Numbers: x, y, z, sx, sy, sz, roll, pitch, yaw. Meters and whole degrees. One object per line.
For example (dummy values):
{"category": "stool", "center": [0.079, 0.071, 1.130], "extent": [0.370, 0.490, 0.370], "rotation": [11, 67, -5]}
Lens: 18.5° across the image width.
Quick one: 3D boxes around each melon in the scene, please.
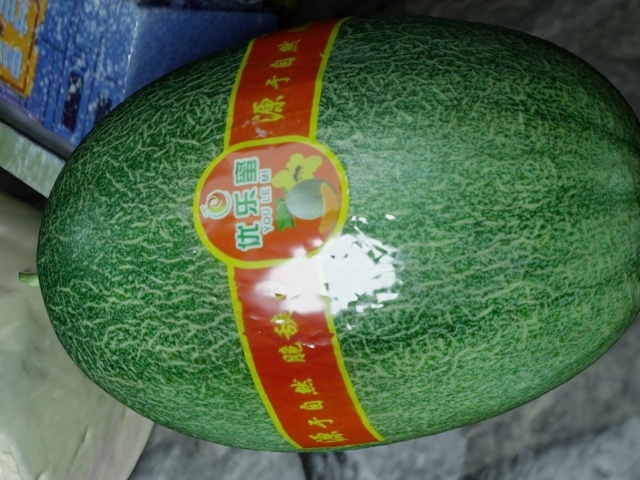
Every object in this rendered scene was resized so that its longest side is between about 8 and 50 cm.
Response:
{"category": "melon", "center": [0.000, 0.000, 0.832], "extent": [0.288, 0.182, 0.182], "rotation": [-12, 60, 18]}

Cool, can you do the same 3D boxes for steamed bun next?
{"category": "steamed bun", "center": [-0.194, 0.069, 0.957], "extent": [0.225, 0.200, 0.170], "rotation": [22, 121, 40]}

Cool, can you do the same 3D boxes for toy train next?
{"category": "toy train", "center": [-0.131, -0.137, 1.023], "extent": [0.300, 0.131, 0.202], "rotation": [31, 116, 43]}

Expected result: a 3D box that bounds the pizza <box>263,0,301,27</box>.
{"category": "pizza", "center": [-0.053, -0.176, 1.071], "extent": [0.099, 0.036, 0.160], "rotation": [-27, 53, 23]}
